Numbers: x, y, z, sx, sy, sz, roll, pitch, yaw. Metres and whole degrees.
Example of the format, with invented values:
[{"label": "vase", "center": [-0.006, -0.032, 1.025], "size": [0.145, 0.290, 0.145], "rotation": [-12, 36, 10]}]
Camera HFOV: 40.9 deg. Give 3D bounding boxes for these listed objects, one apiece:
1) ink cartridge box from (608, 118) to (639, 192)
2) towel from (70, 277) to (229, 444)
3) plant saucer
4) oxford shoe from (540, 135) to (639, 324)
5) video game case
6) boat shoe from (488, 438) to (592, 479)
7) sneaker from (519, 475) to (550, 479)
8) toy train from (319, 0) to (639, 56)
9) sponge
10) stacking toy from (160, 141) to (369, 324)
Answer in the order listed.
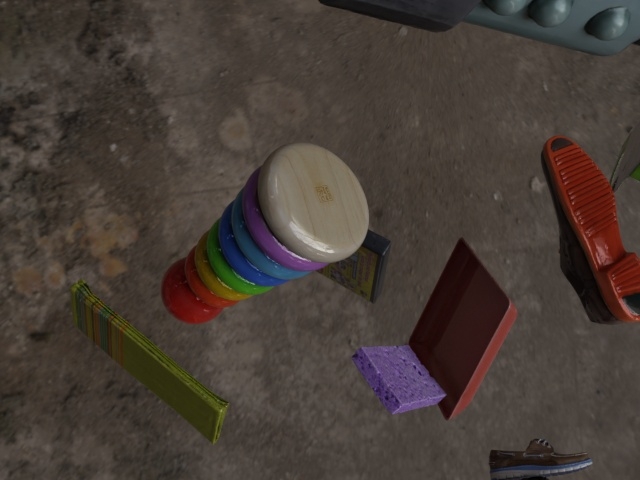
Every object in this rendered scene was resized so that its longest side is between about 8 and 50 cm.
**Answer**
[{"label": "ink cartridge box", "center": [0.587, -0.156, 1.467], "size": [0.097, 0.189, 0.255], "rotation": [25, 151, 6]}, {"label": "towel", "center": [-0.206, 0.144, 1.019], "size": [0.237, 0.021, 0.102], "rotation": [37, 147, 13]}, {"label": "plant saucer", "center": [0.267, 0.162, 1.600], "size": [0.047, 0.259, 0.258], "rotation": [15, 112, -20]}, {"label": "oxford shoe", "center": [0.352, -0.009, 1.176], "size": [0.096, 0.098, 0.271], "rotation": [-18, 85, -32]}, {"label": "video game case", "center": [0.000, 0.000, 1.485], "size": [0.248, 0.275, 0.035], "rotation": [29, 73, 11]}, {"label": "boat shoe", "center": [0.395, 0.394, 1.556], "size": [0.183, 0.066, 0.066], "rotation": [-9, 68, 8]}, {"label": "sneaker", "center": [0.359, 0.460, 1.458], "size": [0.102, 0.293, 0.146], "rotation": [44, 68, 3]}, {"label": "toy train", "center": [0.121, -0.218, 0.566], "size": [0.333, 0.190, 0.142], "rotation": [6, 151, -30]}, {"label": "sponge", "center": [0.135, 0.232, 1.460], "size": [0.031, 0.210, 0.117], "rotation": [-43, 68, 17]}, {"label": "stacking toy", "center": [-0.094, 0.012, 1.033], "size": [0.141, 0.141, 0.330], "rotation": [50, 136, -8]}]
